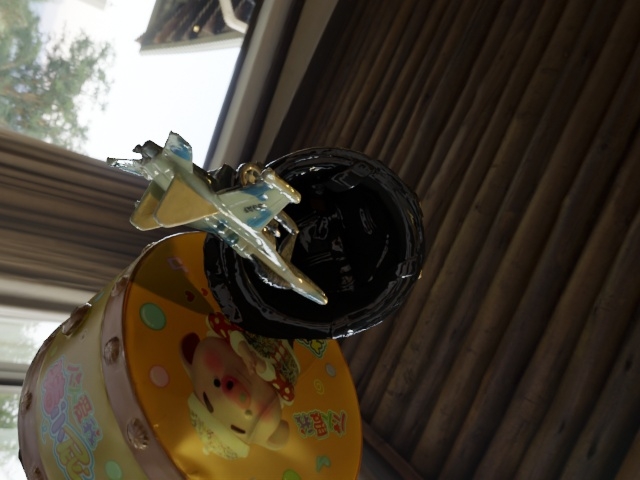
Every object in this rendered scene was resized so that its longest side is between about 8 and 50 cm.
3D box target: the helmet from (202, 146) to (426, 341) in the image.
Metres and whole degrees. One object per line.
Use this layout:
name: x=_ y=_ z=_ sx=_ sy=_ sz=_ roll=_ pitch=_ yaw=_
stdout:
helmet: x=0.000 y=0.000 z=0.683 sx=0.279 sy=0.160 sz=0.230 roll=-23 pitch=-83 yaw=16

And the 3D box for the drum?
drum: x=-0.148 y=0.212 z=0.710 sx=0.214 sy=0.431 sz=0.431 roll=-37 pitch=-133 yaw=25

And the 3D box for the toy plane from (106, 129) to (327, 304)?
toy plane: x=-0.068 y=-0.012 z=0.496 sx=0.192 sy=0.262 sz=0.088 roll=-5 pitch=-117 yaw=39
